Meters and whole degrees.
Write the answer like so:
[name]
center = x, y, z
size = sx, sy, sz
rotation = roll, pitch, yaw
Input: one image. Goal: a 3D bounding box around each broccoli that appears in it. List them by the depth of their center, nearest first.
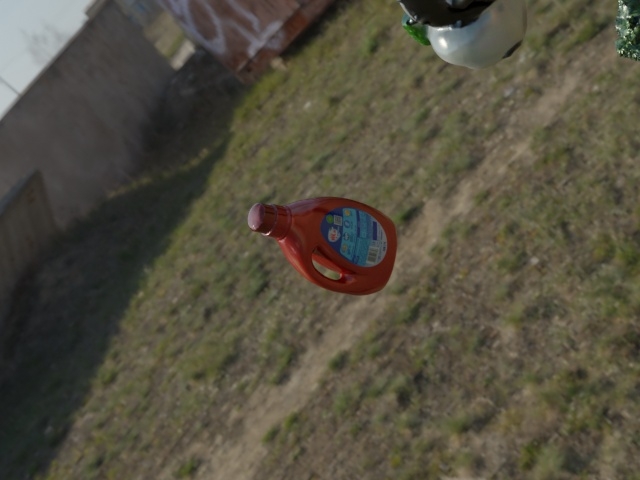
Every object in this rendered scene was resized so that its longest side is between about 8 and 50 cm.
[broccoli]
center = 0.686, -0.465, 1.890
size = 0.226, 0.198, 0.176
rotation = -30, -19, -12

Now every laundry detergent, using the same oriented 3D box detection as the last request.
[laundry detergent]
center = 0.000, 0.000, 0.961
size = 0.049, 0.165, 0.097
rotation = -11, 70, 55

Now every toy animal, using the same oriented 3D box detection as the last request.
[toy animal]
center = 0.241, -0.425, 1.678
size = 0.212, 0.267, 0.212
rotation = -21, 42, 20
